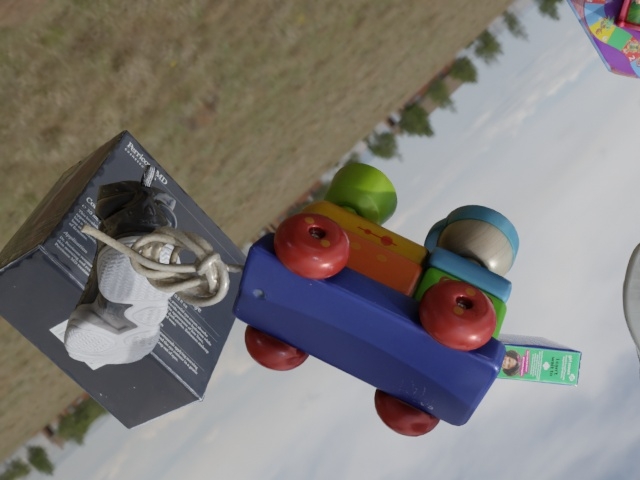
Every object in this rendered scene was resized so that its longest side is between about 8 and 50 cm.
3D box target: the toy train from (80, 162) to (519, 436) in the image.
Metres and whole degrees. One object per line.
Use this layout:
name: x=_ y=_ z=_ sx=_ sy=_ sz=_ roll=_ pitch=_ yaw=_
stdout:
toy train: x=0.000 y=0.000 z=0.554 sx=0.143 sy=0.248 sz=0.105 roll=-58 pitch=171 yaw=-47

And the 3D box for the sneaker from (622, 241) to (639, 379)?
sneaker: x=0.369 y=0.104 z=0.985 sx=0.079 sy=0.217 sz=0.121 roll=-9 pitch=176 yaw=10

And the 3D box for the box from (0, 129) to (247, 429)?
box: x=-0.308 y=0.062 z=1.446 sx=0.179 sy=0.343 sz=0.312 roll=-26 pitch=-154 yaw=33

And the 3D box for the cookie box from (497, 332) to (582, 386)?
cookie box: x=0.213 y=0.127 z=0.984 sx=0.092 sy=0.107 sz=0.040 roll=-164 pitch=-99 yaw=-77

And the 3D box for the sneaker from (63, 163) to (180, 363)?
sneaker: x=-0.220 y=0.030 z=1.022 sx=0.268 sy=0.101 sz=0.153 roll=128 pitch=-33 yaw=-48

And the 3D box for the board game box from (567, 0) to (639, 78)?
board game box: x=0.261 y=-0.207 z=0.704 sx=0.133 sy=0.169 sz=0.033 roll=-30 pitch=-172 yaw=22
